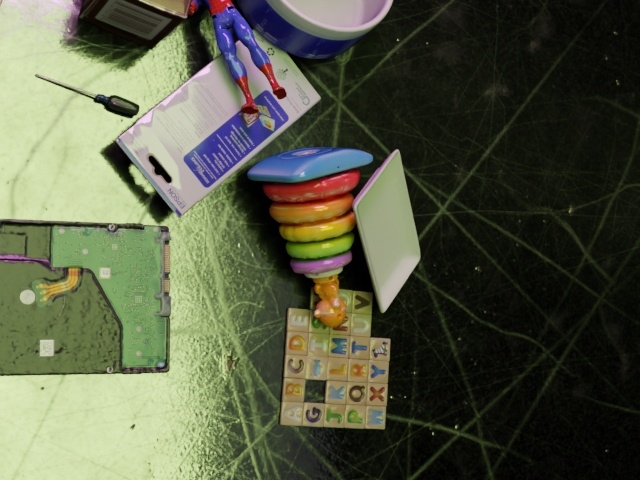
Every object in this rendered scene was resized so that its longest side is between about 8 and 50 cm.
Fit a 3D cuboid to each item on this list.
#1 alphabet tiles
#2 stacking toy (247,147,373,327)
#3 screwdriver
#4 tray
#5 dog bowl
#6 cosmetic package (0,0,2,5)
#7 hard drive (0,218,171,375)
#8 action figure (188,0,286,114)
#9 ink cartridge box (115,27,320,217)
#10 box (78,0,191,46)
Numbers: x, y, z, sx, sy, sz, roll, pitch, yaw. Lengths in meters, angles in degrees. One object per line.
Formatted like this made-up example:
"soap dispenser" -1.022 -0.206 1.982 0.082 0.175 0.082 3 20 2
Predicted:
"alphabet tiles" 0.030 0.202 1.840 0.198 0.009 0.237 7 83 -23
"stacking toy" 0.000 0.000 1.780 0.175 0.166 0.302 -18 105 -34
"screwdriver" -0.368 -0.230 1.690 0.170 0.024 0.025 15 51 -21
"tray" 0.107 -0.013 1.800 0.145 0.030 0.270 -54 146 -31
"dog bowl" -0.013 -0.442 1.786 0.265 0.104 0.265 11 66 -25
"cosmetic package" -0.534 -0.417 1.582 0.160 0.113 0.309 20 79 -21
"hard drive" -0.398 0.087 1.627 0.339 0.064 0.237 1 85 -23
"action figure" -0.153 -0.348 1.677 0.091 0.139 0.280 -27 77 10
"ink cartridge box" -0.170 -0.196 1.753 0.332 0.065 0.165 -42 102 -23
"box" -0.247 -0.519 1.675 0.143 0.191 0.381 19 78 -22
